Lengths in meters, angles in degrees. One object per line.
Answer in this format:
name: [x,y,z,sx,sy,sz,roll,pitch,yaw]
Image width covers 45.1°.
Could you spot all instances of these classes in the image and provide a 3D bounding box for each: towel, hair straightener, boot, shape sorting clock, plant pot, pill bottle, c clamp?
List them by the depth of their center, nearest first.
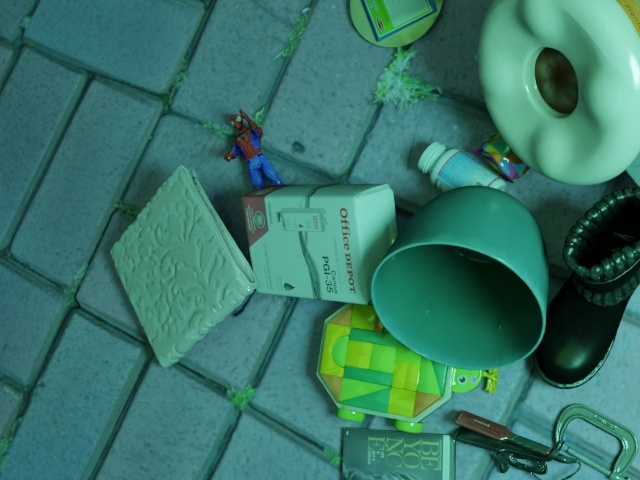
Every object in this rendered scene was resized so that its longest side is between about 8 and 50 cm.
boot: [0.452,0.087,1.287,0.131,0.260,0.348,26,90,23]
plant pot: [0.262,0.041,1.354,0.293,0.293,0.235,7,42,22]
c clamp: [0.481,0.372,1.355,0.161,0.022,0.137,34,94,22]
hair straightener: [0.350,0.381,1.393,0.230,0.047,0.089,13,122,22]
pill bottle: [0.269,-0.121,1.488,0.160,0.087,0.087,40,96,22]
shape sorting clock: [0.160,-0.507,1.622,0.206,0.040,0.206,-2,84,19]
towel: [-0.302,0.059,1.639,0.332,0.053,0.317,-43,67,33]

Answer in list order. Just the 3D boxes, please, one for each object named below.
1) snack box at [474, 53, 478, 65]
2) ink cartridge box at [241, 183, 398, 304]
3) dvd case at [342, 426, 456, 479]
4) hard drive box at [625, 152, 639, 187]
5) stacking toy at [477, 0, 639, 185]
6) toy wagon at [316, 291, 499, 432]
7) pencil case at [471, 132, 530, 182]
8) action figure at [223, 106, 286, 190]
snack box: [0.332,-0.331,1.451,0.022,0.178,0.064,34,94,25]
ink cartridge box: [0.000,0.000,1.477,0.283,0.117,0.207,2,106,39]
dvd case: [0.147,0.448,1.472,0.221,0.018,0.164,-1,80,21]
hard drive box: [0.646,-0.106,1.265,0.181,0.232,0.089,57,145,20]
stacking toy: [0.538,-0.323,1.279,0.480,0.350,0.350,-24,69,-21]
toy wagon: [0.166,0.228,1.476,0.344,0.068,0.267,6,83,22]
pencil case: [0.404,-0.216,1.449,0.236,0.104,0.104,-42,69,8]
action figure: [-0.143,-0.165,1.631,0.091,0.139,0.280,-31,69,12]
